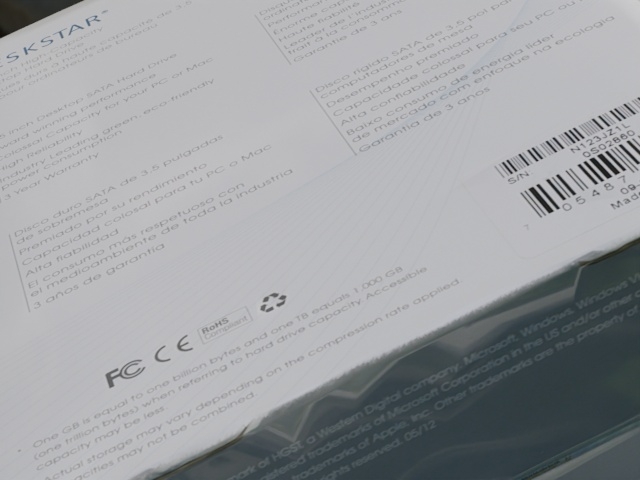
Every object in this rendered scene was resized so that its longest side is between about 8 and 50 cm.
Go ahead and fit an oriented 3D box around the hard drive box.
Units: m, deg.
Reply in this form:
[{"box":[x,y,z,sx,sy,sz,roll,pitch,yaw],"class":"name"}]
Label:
[{"box":[0.000,0.000,0.428,0.181,0.089,0.232,-25,32,-3],"class":"hard drive box"}]
